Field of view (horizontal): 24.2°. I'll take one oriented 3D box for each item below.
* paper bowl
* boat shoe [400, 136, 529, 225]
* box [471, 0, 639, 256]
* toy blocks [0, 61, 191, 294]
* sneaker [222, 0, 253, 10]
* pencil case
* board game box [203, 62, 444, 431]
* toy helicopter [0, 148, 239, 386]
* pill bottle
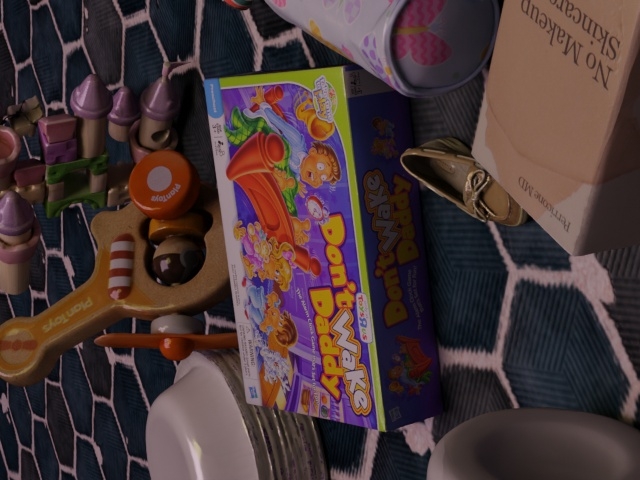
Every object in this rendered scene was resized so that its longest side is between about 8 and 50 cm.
[{"bbox_3d":[-0.114,0.269,1.806,0.284,0.148,0.284,36,132,54],"label":"paper bowl"},{"bbox_3d":[0.126,-0.050,1.289,0.153,0.048,0.056,43,136,52],"label":"boat shoe"},{"bbox_3d":[0.210,-0.158,0.983,0.148,0.121,0.311,50,142,45],"label":"box"},{"bbox_3d":[-0.320,-0.136,1.922,0.260,0.289,0.309,105,148,-53],"label":"toy blocks"},{"bbox_3d":[-0.096,-0.338,1.639,0.075,0.057,0.161,-30,79,38],"label":"sneaker"},{"bbox_3d":[0.046,-0.219,1.320,0.124,0.113,0.273,-51,37,3],"label":"pencil case"},{"bbox_3d":[0.000,0.000,1.488,0.233,0.078,0.347,2,102,52],"label":"board game box"},{"bbox_3d":[-0.232,0.074,1.774,0.235,0.355,0.140,59,-176,24],"label":"toy helicopter"},{"bbox_3d":[0.174,0.316,1.165,0.188,0.188,0.334,33,129,57],"label":"pill bottle"}]
